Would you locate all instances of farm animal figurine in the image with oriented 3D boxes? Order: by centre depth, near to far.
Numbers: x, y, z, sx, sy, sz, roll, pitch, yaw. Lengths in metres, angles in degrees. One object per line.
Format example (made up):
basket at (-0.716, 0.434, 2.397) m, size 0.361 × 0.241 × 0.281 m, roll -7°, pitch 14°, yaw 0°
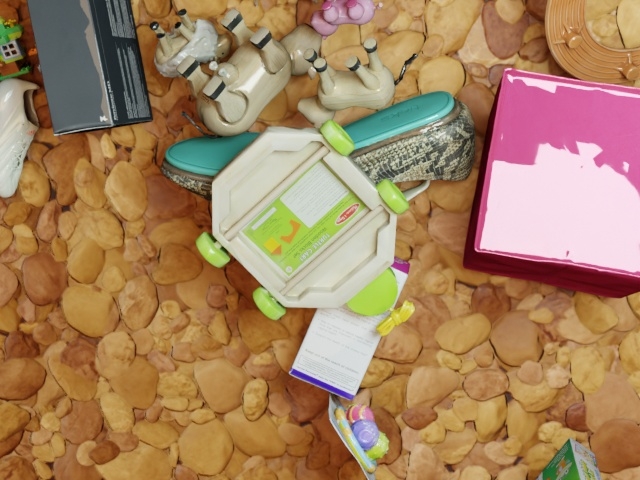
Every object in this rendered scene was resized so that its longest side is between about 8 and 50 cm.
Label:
farm animal figurine at (-0.057, -0.259, 1.485) m, size 0.326 × 0.172 × 0.330 m, roll -33°, pitch 56°, yaw 3°

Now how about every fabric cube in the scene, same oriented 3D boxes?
fabric cube at (0.350, -0.071, 1.406) m, size 0.259 × 0.258 × 0.254 m, roll 11°, pitch 83°, yaw 6°

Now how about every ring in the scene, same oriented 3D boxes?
ring at (0.464, -0.348, 1.373) m, size 0.336 × 0.032 × 0.337 m, roll -14°, pitch 137°, yaw -13°

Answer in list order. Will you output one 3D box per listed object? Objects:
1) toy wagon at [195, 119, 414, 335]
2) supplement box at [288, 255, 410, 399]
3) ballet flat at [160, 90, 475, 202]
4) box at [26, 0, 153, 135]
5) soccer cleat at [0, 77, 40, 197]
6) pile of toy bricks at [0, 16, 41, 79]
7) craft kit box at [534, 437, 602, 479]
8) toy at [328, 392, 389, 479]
toy wagon at (0.000, 0.000, 1.455) m, size 0.267 × 0.068 × 0.344 m, roll -41°, pitch 107°, yaw 14°
supplement box at (0.048, 0.120, 1.579) m, size 0.114 × 0.111 × 0.220 m, roll 22°, pitch 101°, yaw 4°
ballet flat at (0.003, -0.096, 1.544) m, size 0.482 × 0.164 × 0.182 m, roll -10°, pitch 121°, yaw 8°
box at (-0.353, -0.300, 1.532) m, size 0.103 × 0.184 × 0.261 m, roll -9°, pitch 97°, yaw 9°
soccer cleat at (-0.498, -0.166, 1.635) m, size 0.076 × 0.068 × 0.196 m, roll 5°, pitch 97°, yaw 4°
pile of toy bricks at (-0.506, -0.307, 1.578) m, size 0.212 × 0.118 × 0.105 m, roll -15°, pitch 116°, yaw 9°
craft kit box at (0.334, 0.445, 1.522) m, size 0.061 × 0.246 × 0.250 m, roll 35°, pitch 101°, yaw 0°
toy at (0.065, 0.292, 1.544) m, size 0.056 × 0.237 × 0.137 m, roll -33°, pitch 93°, yaw -1°
